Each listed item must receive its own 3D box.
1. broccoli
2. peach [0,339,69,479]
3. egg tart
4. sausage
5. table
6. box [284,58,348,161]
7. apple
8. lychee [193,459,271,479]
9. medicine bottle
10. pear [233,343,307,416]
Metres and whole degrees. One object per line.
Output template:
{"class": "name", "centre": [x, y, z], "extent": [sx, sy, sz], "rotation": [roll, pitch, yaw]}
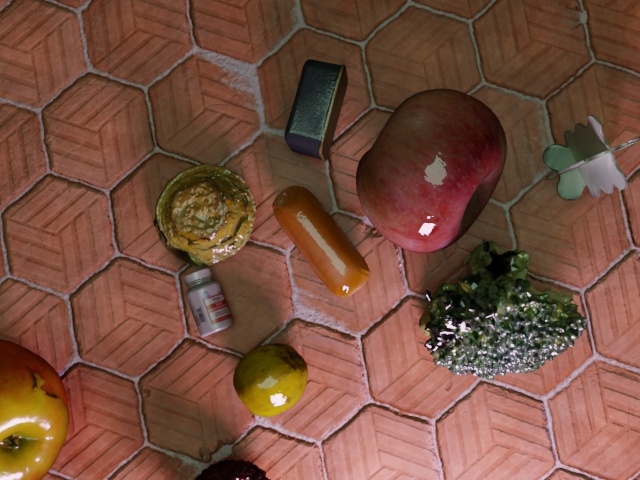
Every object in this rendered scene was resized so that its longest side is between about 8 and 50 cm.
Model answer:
{"class": "broccoli", "centre": [0.378, 0.122, 1.466], "extent": [0.348, 0.293, 0.280], "rotation": [-4, 48, -9]}
{"class": "peach", "centre": [-0.710, 0.360, 1.452], "extent": [0.370, 0.370, 0.369], "rotation": [0, 86, 2]}
{"class": "egg tart", "centre": [-0.261, -0.059, 1.568], "extent": [0.241, 0.106, 0.241], "rotation": [-1, 85, 6]}
{"class": "sausage", "centre": [-0.001, 0.000, 1.556], "extent": [0.105, 0.105, 0.274], "rotation": [-38, 86, -1]}
{"class": "table", "centre": [0.579, -0.173, 1.497], "extent": [0.167, 0.198, 0.166], "rotation": [0, 87, 2]}
{"class": "box", "centre": [-0.009, -0.287, 1.553], "extent": [0.090, 0.144, 0.200], "rotation": [15, 88, 6]}
{"class": "apple", "centre": [0.217, -0.152, 1.458], "extent": [0.269, 0.345, 0.344], "rotation": [33, 88, 22]}
{"class": "lychee", "centre": [-0.199, 0.562, 1.491], "extent": [0.188, 0.188, 0.188], "rotation": [0, 86, 2]}
{"class": "medicine bottle", "centre": [-0.251, 0.136, 1.564], "extent": [0.079, 0.079, 0.140], "rotation": [-20, 86, 0]}
{"class": "pear", "centre": [-0.108, 0.297, 1.517], "extent": [0.162, 0.149, 0.149], "rotation": [-38, 86, 3]}
